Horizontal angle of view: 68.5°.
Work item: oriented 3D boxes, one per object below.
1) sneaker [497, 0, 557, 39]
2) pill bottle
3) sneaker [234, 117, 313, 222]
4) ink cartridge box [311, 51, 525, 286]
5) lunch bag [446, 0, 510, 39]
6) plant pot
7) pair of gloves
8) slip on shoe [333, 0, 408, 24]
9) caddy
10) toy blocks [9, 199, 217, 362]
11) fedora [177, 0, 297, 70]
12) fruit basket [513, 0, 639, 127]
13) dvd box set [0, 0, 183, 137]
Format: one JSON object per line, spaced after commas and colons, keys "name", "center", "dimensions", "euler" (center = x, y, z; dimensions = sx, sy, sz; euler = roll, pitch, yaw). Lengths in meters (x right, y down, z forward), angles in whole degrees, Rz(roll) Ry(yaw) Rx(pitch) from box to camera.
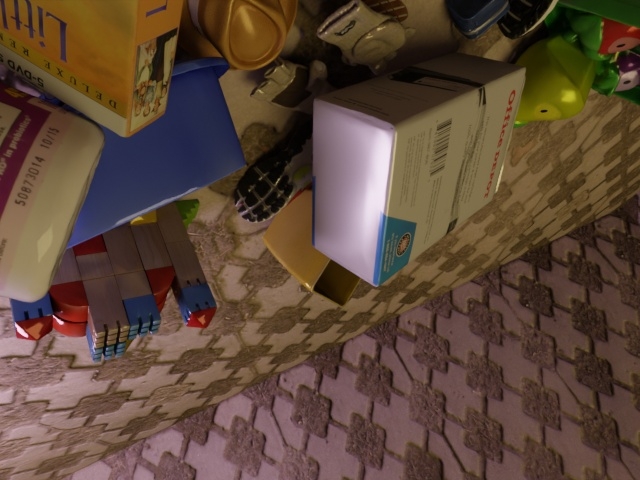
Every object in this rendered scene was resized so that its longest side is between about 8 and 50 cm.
{"name": "sneaker", "center": [0.405, -0.463, 0.788], "dimensions": [0.107, 0.100, 0.272], "euler": [-16, 152, -36]}
{"name": "pill bottle", "center": [-0.340, -0.071, 0.349], "dimensions": [0.301, 0.169, 0.169], "euler": [21, 130, -26]}
{"name": "sneaker", "center": [-0.049, -0.126, 0.935], "dimensions": [0.279, 0.107, 0.118], "euler": [-35, 167, 20]}
{"name": "ink cartridge box", "center": [0.177, -0.147, 0.844], "dimensions": [0.394, 0.166, 0.286], "euler": [-30, 137, -36]}
{"name": "lunch bag", "center": [0.271, -0.400, 0.797], "dimensions": [0.098, 0.067, 0.065], "euler": [-37, 154, 13]}
{"name": "plant pot", "center": [0.000, 0.000, 1.058], "dimensions": [0.212, 0.187, 0.212], "euler": [-59, 153, -4]}
{"name": "pair of gloves", "center": [0.017, -0.276, 0.736], "dimensions": [0.240, 0.042, 0.204], "euler": [-28, 168, 37]}
{"name": "slip on shoe", "center": [0.074, -0.343, 0.729], "dimensions": [0.135, 0.052, 0.041], "euler": [-25, -173, -23]}
{"name": "caddy", "center": [-0.256, -0.122, 0.587], "dimensions": [0.341, 0.179, 0.241], "euler": [-26, -165, -8]}
{"name": "toy blocks", "center": [-0.355, 0.074, 0.792], "dimensions": [0.381, 0.261, 0.191], "euler": [-9, 148, -35]}
{"name": "fedora", "center": [-0.100, -0.287, 0.609], "dimensions": [0.194, 0.079, 0.194], "euler": [-23, 153, -13]}
{"name": "fruit basket", "center": [0.555, -0.362, 0.967], "dimensions": [0.391, 0.283, 0.392], "euler": [-31, 144, -26]}
{"name": "dvd box set", "center": [-0.202, -0.302, 0.258], "dimensions": [0.062, 0.307, 0.420], "euler": [-57, 180, -44]}
